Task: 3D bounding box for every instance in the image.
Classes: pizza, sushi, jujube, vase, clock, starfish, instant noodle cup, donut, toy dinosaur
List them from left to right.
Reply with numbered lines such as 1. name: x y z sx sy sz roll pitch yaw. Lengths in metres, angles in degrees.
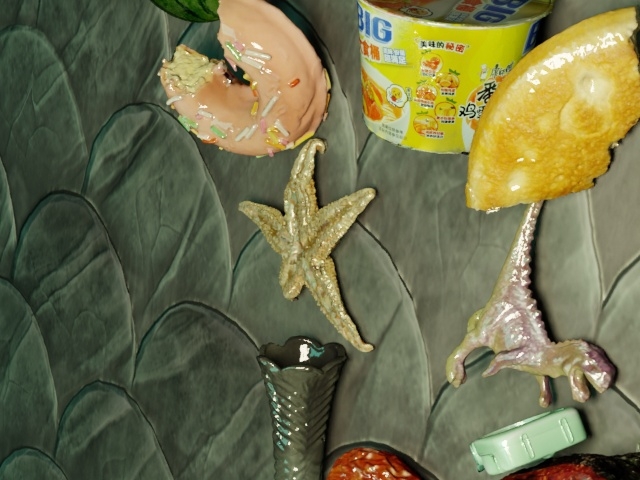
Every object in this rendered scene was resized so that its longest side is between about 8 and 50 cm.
1. donut: -0.091 -0.186 2.058 0.199 0.085 0.233 44 141 -4
2. vase: -0.025 0.246 2.069 0.115 0.115 0.237 22 116 53
3. starfish: -0.004 0.000 2.053 0.295 0.048 0.231 54 135 36
4. jujube: 0.079 0.312 1.922 0.176 0.109 0.112 40 162 37
5. instant noodle cup: 0.127 -0.187 1.725 0.205 0.205 0.153 41 136 46
6. clock: 0.204 0.207 1.725 0.041 0.101 0.135 69 161 6
7. toy dinosaur: 0.209 0.060 1.747 0.200 0.072 0.251 -33 55 42
8. pizza: 0.230 -0.119 1.634 0.056 0.134 0.271 -84 16 -51
9. sushi: 0.246 0.277 1.654 0.225 0.126 0.136 -20 76 49

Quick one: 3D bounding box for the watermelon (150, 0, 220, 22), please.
1. watermelon: -0.149 -0.378 2.095 0.188 0.188 0.214 -13 94 56
